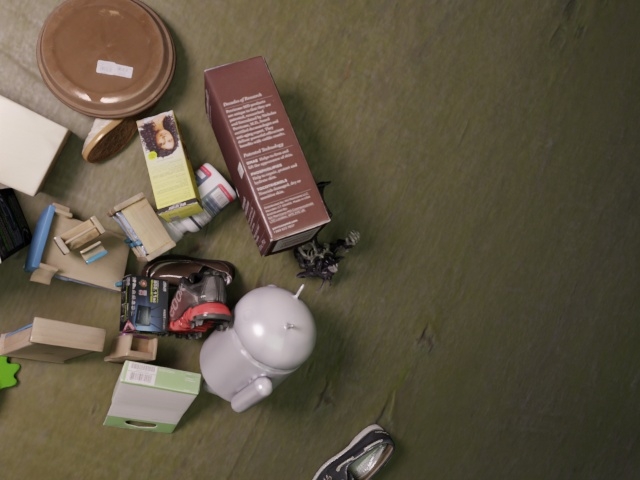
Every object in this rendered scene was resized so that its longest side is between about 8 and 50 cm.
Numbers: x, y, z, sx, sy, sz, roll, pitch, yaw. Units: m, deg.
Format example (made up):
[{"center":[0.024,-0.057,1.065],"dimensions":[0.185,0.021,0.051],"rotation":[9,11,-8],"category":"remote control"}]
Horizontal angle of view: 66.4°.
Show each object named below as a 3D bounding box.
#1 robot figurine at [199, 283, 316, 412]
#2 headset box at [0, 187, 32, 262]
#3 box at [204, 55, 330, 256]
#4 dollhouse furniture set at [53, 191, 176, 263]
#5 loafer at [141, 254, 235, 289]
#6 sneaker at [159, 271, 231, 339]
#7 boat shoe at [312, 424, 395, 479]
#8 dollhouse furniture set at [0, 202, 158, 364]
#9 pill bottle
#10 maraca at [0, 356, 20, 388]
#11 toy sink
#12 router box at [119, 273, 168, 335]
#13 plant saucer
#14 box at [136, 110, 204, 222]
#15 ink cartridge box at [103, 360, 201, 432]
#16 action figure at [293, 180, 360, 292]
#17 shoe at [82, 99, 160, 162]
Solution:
[{"center":[-0.143,0.239,1.123],"dimensions":[0.200,0.299,0.353],"rotation":[24,129,-24],"category":"robot figurine"},{"center":[-0.702,0.001,0.889],"dimensions":[0.247,0.283,0.131],"rotation":[-19,104,-17],"category":"headset box"},{"center":[-0.124,-0.172,1.057],"dimensions":[0.143,0.191,0.381],"rotation":[-19,82,-15],"category":"box"},{"center":[-0.427,0.006,1.013],"dimensions":[0.184,0.129,0.129],"rotation":[-35,103,-27],"category":"dollhouse furniture set"},{"center":[-0.306,0.077,1.152],"dimensions":[0.220,0.078,0.080],"rotation":[-2,99,-20],"category":"loafer"},{"center":[-0.288,0.148,1.099],"dimensions":[0.098,0.276,0.135],"rotation":[13,64,-37],"category":"sneaker"},{"center":[0.084,0.653,1.372],"dimensions":[0.114,0.091,0.302],"rotation":[45,82,-20],"category":"boat shoe"},{"center":[-0.523,0.108,1.088],"dimensions":[0.286,0.198,0.303],"rotation":[24,57,-43],"category":"dollhouse furniture set"},{"center":[-0.292,-0.082,1.118],"dimensions":[0.180,0.108,0.108],"rotation":[-42,109,-9],"category":"pill bottle"},{"center":[-0.736,0.306,1.026],"dimensions":[0.186,0.099,0.127],"rotation":[-40,122,-36],"category":"maraca"},{"center":[-0.643,-0.209,0.961],"dimensions":[0.234,0.131,0.152],"rotation":[26,88,-26],"category":"toy sink"},{"center":[-0.379,0.140,1.054],"dimensions":[0.092,0.038,0.122],"rotation":[16,62,-47],"category":"router box"},{"center":[-0.444,-0.392,1.014],"dimensions":[0.278,0.041,0.277],"rotation":[1,86,-10],"category":"plant saucer"},{"center":[-0.326,-0.161,1.057],"dimensions":[0.087,0.058,0.232],"rotation":[-19,74,-3],"category":"box"},{"center":[-0.397,0.372,1.142],"dimensions":[0.171,0.056,0.235],"rotation":[17,134,-21],"category":"ink cartridge box"},{"center":[0.000,0.000,1.221],"dimensions":[0.164,0.141,0.275],"rotation":[-21,103,-28],"category":"action figure"},{"center":[-0.442,-0.260,1.067],"dimensions":[0.058,0.076,0.219],"rotation":[39,82,16],"category":"shoe"}]
